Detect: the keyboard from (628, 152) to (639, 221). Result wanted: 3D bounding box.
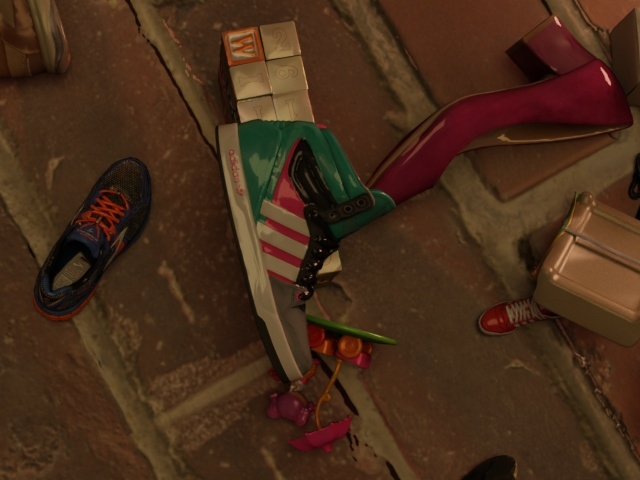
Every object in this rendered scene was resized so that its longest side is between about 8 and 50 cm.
[{"bbox_3d":[0.458,-0.069,1.616,0.108,0.023,0.180,24,76,-2],"label":"keyboard"}]

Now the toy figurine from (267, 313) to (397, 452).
[{"bbox_3d":[-0.013,0.171,1.475,0.173,0.130,0.159,16,86,18],"label":"toy figurine"}]

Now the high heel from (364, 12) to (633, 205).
[{"bbox_3d":[0.226,-0.113,1.549,0.377,0.127,0.181,-40,93,-8],"label":"high heel"}]

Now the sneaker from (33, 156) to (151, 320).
[{"bbox_3d":[-0.270,-0.004,1.478,0.083,0.087,0.221,27,77,-2],"label":"sneaker"}]

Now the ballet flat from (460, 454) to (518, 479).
[{"bbox_3d":[0.183,0.333,1.497,0.057,0.049,0.173,26,71,45],"label":"ballet flat"}]

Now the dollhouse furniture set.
[{"bbox_3d":[0.405,0.101,1.534,0.302,0.151,0.197,27,44,12],"label":"dollhouse furniture set"}]

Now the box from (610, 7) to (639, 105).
[{"bbox_3d":[0.531,-0.239,1.621,0.275,0.094,0.113,-1,79,-8],"label":"box"}]

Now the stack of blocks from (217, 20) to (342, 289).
[{"bbox_3d":[-0.052,-0.091,1.480,0.087,0.171,0.297,-11,81,-9],"label":"stack of blocks"}]

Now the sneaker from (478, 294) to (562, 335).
[{"bbox_3d":[0.259,0.088,1.536,0.119,0.067,0.042,-14,81,-10],"label":"sneaker"}]

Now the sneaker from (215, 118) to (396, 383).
[{"bbox_3d":[0.000,0.000,1.355,0.179,0.124,0.295,-12,98,0],"label":"sneaker"}]

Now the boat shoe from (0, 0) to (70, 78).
[{"bbox_3d":[-0.406,-0.350,1.515,0.116,0.123,0.324,-18,80,-8],"label":"boat shoe"}]
